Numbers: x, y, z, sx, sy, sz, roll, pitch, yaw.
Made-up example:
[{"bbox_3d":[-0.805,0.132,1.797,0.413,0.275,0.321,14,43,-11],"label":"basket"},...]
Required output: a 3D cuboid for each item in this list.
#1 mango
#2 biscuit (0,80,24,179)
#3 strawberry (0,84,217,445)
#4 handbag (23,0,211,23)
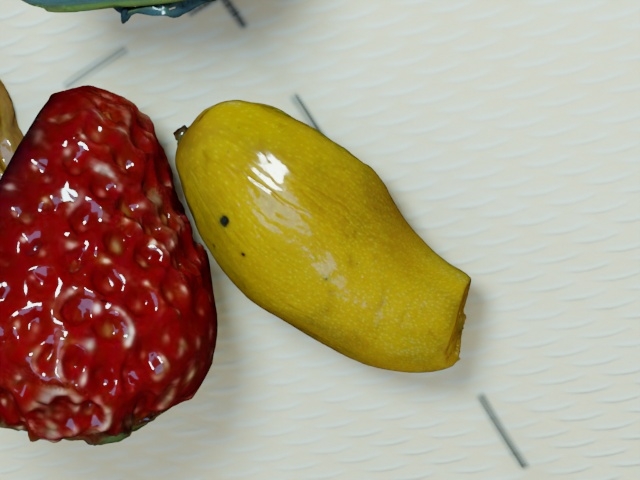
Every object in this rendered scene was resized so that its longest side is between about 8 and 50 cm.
[{"bbox_3d":[-0.001,0.004,1.750,0.359,0.144,0.187,47,118,-2],"label":"mango"},{"bbox_3d":[-0.487,-0.105,1.935,0.350,0.078,0.455,-15,102,27],"label":"biscuit"},{"bbox_3d":[-0.226,0.022,1.772,0.295,0.317,0.345,14,92,29],"label":"strawberry"},{"bbox_3d":[-0.146,-0.327,1.642,0.263,0.241,0.222,-6,104,20],"label":"handbag"}]
